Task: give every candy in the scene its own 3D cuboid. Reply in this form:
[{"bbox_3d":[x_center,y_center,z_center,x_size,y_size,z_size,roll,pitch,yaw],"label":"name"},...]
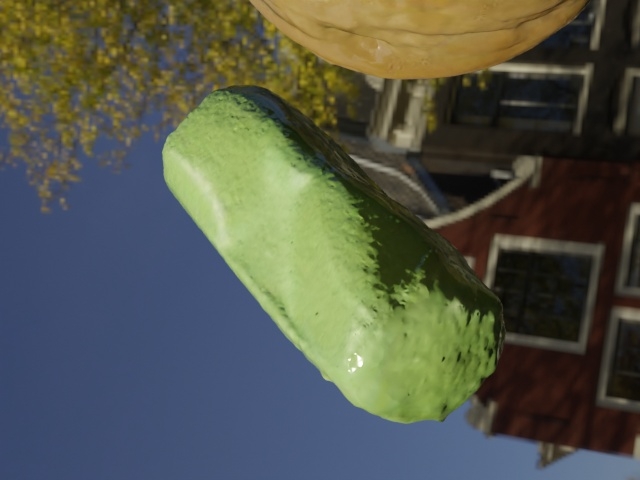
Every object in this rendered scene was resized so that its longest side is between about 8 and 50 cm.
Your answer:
[{"bbox_3d":[0.000,0.000,0.842,0.132,0.343,0.142,-39,-48,-4],"label":"candy"}]

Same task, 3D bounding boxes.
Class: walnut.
[{"bbox_3d":[0.059,-0.210,0.683,0.225,0.261,0.225,20,-90,-82],"label":"walnut"}]
